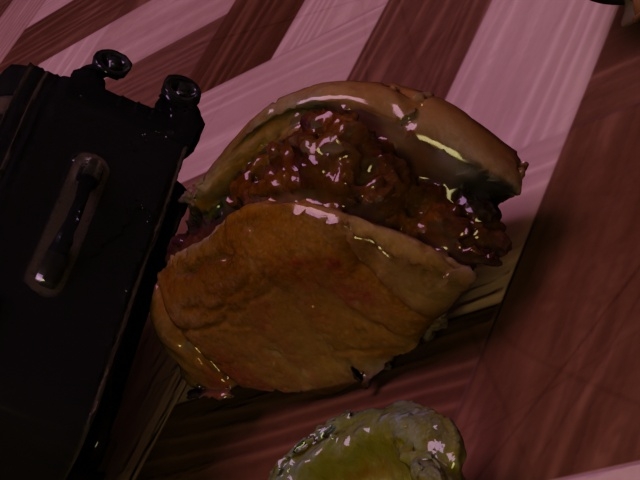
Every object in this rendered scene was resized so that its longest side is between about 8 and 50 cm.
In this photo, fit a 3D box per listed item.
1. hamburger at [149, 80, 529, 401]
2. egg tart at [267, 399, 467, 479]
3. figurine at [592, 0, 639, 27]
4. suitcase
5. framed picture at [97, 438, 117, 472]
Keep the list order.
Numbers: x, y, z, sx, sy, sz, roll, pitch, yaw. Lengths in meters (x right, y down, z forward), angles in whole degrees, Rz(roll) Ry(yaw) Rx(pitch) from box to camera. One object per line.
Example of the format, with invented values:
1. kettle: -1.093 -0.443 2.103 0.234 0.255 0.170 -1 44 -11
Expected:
1. hamburger: 0.000 0.000 1.191 0.282 0.245 0.155 10 49 21
2. egg tart: 0.017 0.181 0.964 0.197 0.078 0.197 -38 24 20
3. figurine: 0.236 -0.226 1.221 0.158 0.161 0.275 -7 19 -17
4. suitcase: -0.227 0.060 1.329 0.434 0.194 0.283 -80 14 -50
5. framed picture: -0.248 0.238 1.391 0.201 0.010 0.136 -28 29 34
